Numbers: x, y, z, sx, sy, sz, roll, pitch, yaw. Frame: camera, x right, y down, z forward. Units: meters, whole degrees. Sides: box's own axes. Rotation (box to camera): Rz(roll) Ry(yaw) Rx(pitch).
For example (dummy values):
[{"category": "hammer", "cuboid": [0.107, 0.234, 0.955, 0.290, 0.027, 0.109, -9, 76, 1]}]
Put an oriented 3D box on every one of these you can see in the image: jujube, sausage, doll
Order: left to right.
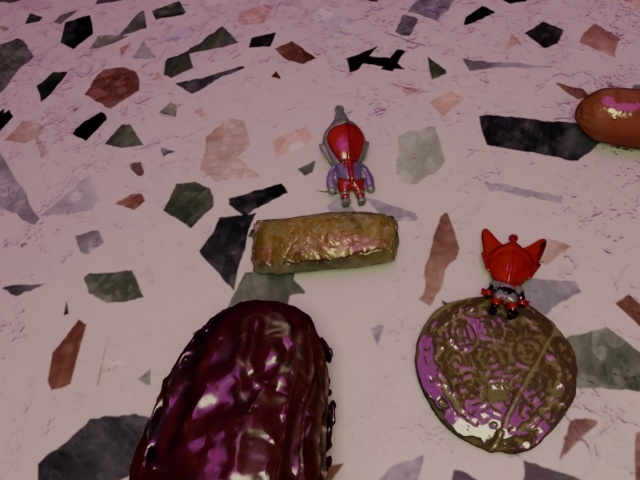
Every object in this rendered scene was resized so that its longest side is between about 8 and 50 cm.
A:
[{"category": "jujube", "cuboid": [-0.109, 0.270, 0.728, 0.258, 0.258, 0.377, 3, 47, 11]}, {"category": "doll", "cuboid": [0.051, -0.174, 1.060, 0.102, 0.075, 0.228, -5, 67, -11]}, {"category": "doll", "cuboid": [0.313, 0.051, 0.886, 0.109, 0.057, 0.169, 11, 47, 16]}, {"category": "sausage", "cuboid": [0.609, -0.220, 0.981, 0.259, 0.113, 0.114, 11, 61, 16]}]

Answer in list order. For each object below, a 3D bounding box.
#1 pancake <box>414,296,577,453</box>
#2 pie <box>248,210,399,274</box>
[{"category": "pancake", "cuboid": [0.268, 0.194, 0.831, 0.250, 0.031, 0.250, -4, 59, 6]}, {"category": "pie", "cuboid": [0.000, 0.000, 0.970, 0.282, 0.068, 0.129, -5, 58, 10]}]
